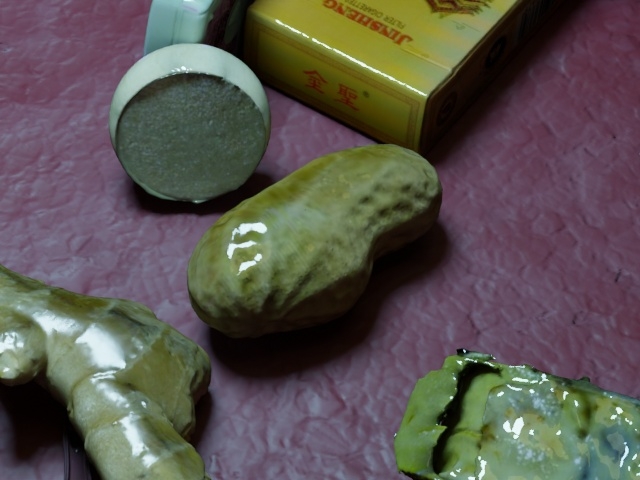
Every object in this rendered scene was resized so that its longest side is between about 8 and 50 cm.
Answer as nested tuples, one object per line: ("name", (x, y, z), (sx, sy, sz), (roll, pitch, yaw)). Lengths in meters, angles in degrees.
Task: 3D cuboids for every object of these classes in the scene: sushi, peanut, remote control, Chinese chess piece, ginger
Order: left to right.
("ginger", (-0.173, 0.075, 1.280), (0.334, 0.081, 0.148), (34, 47, 23))
("Chinese chess piece", (-0.097, -0.088, 1.407), (0.122, 0.122, 0.051), (0, 34, -5))
("remote control", (-0.054, -0.243, 1.534), (0.050, 0.145, 0.344), (22, 50, 9))
("peanut", (0.000, 0.000, 1.360), (0.226, 0.095, 0.108), (-34, 75, -34))
("sushi", (0.185, 0.173, 1.211), (0.291, 0.131, 0.139), (22, 73, 5))

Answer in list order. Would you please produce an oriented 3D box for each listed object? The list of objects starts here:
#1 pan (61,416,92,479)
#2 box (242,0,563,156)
("pan", (-0.152, 0.193, 1.212), (0.115, 0.040, 0.212), (1, 49, -11))
("box", (0.082, -0.203, 1.555), (0.174, 0.076, 0.274), (27, 52, 20))
